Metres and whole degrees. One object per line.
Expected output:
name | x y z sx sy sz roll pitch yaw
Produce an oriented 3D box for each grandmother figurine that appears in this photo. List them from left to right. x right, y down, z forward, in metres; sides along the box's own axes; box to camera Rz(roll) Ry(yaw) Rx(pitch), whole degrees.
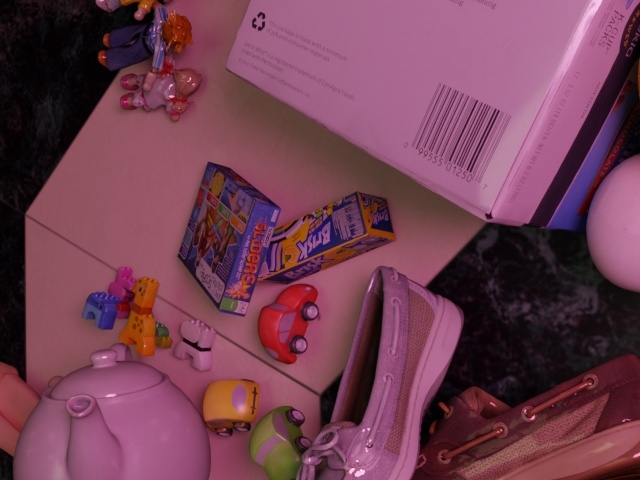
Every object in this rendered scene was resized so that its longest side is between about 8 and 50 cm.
grandmother figurine | -0.398 0.306 1.306 0.342 0.104 0.208 22 112 40

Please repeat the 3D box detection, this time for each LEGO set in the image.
LEGO set | -0.238 0.087 1.205 0.227 0.087 0.093 24 100 36

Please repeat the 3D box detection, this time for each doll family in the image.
doll family | -0.231 -0.297 1.212 0.163 0.118 0.263 -4 83 38

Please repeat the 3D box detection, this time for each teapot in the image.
teapot | -0.254 0.224 1.094 0.256 0.252 0.187 -3 94 42

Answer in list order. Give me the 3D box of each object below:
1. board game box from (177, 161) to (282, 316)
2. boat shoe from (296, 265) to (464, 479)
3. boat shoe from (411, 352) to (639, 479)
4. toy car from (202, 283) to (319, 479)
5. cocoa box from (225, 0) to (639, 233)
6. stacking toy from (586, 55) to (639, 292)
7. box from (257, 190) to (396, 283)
board game box | -0.117 -0.007 1.097 0.201 0.035 0.136 40 112 61
boat shoe | 0.040 0.166 0.859 0.320 0.103 0.118 -60 9 -32
boat shoe | 0.163 0.201 0.866 0.342 0.123 0.123 -29 58 31
toy car | -0.064 0.186 1.028 0.239 0.053 0.225 -55 33 21
cocoa box | 0.129 -0.183 0.847 0.347 0.228 0.231 34 107 35
stacking toy | 0.350 -0.146 0.656 0.351 0.350 0.480 55 132 28
box | 0.000 0.000 1.040 0.169 0.059 0.054 -23 70 35
